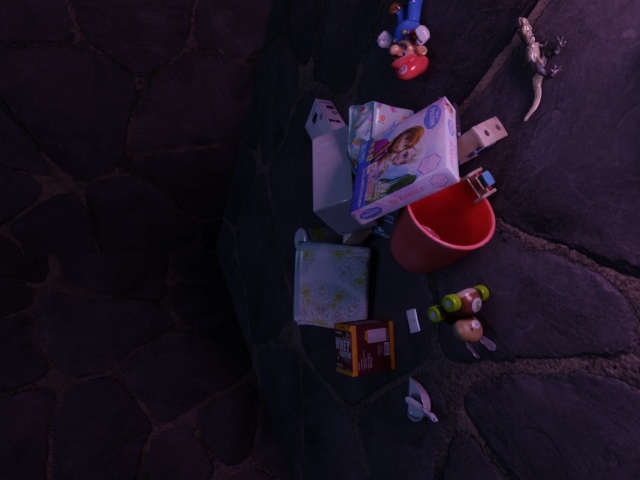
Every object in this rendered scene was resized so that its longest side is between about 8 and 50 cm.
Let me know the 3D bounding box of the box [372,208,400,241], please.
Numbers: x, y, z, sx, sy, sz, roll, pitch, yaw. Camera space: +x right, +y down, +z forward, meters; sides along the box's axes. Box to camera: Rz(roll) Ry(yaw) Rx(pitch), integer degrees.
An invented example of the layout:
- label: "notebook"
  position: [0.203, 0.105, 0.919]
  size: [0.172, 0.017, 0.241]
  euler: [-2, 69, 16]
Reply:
- label: "box"
  position: [0.286, -0.085, 1.691]
  size: [0.233, 0.059, 0.183]
  euler: [31, 117, 58]

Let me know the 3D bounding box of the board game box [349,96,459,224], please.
- label: "board game box"
  position: [0.242, -0.232, 1.334]
  size: [0.318, 0.066, 0.318]
  euler: [-25, 39, 35]

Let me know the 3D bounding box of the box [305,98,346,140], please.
- label: "box"
  position: [0.034, -0.504, 2.113]
  size: [0.169, 0.087, 0.289]
  euler: [-62, 40, 42]

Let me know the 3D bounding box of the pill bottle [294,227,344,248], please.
- label: "pill bottle"
  position: [0.000, 0.000, 2.055]
  size: [0.117, 0.215, 0.117]
  euler: [3, 93, 61]

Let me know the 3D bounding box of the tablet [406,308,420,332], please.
- label: "tablet"
  position: [0.337, 0.294, 1.664]
  size: [0.054, 0.006, 0.083]
  euler: [-36, 61, 56]

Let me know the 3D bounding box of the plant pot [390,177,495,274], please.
- label: "plant pot"
  position: [0.346, -0.033, 1.398]
  size: [0.243, 0.275, 0.274]
  euler: [115, 143, -57]

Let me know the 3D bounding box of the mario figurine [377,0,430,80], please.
- label: "mario figurine"
  position: [0.280, -0.701, 1.560]
  size: [0.198, 0.170, 0.319]
  euler: [64, -156, -74]

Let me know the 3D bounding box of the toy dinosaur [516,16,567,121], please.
- label: "toy dinosaur"
  position: [0.566, -0.453, 1.172]
  size: [0.118, 0.064, 0.267]
  euler: [175, 92, -68]

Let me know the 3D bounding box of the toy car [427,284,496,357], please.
- label: "toy car"
  position: [0.439, 0.247, 1.339]
  size: [0.188, 0.155, 0.149]
  euler: [64, 144, 22]

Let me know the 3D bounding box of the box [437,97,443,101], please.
- label: "box"
  position: [0.378, -0.374, 1.477]
  size: [0.116, 0.029, 0.161]
  euler: [-46, -37, -73]

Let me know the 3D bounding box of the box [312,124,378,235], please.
- label: "box"
  position: [0.092, -0.229, 1.755]
  size: [0.169, 0.215, 0.344]
  euler: [-17, 57, 26]

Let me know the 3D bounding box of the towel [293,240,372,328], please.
- label: "towel"
  position: [0.048, 0.195, 1.922]
  size: [0.090, 0.321, 0.373]
  euler: [-37, -49, -72]

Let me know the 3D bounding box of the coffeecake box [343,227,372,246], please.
- label: "coffeecake box"
  position: [0.151, -0.090, 1.873]
  size: [0.142, 0.068, 0.185]
  euler: [130, 147, -57]

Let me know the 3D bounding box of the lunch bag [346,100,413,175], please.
- label: "lunch bag"
  position: [0.216, -0.344, 1.637]
  size: [0.160, 0.224, 0.261]
  euler: [8, 98, 51]

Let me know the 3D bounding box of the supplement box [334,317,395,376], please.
- label: "supplement box"
  position: [0.171, 0.412, 1.776]
  size: [0.129, 0.194, 0.191]
  euler: [-9, 83, 62]

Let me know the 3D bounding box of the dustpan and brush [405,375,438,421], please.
- label: "dustpan and brush"
  position: [0.352, 0.578, 1.587]
  size: [0.211, 0.061, 0.147]
  euler: [9, 99, 61]

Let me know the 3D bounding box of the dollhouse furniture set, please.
- label: "dollhouse furniture set"
  position: [0.474, -0.231, 1.308]
  size: [0.183, 0.129, 0.129]
  euler: [59, 146, 4]

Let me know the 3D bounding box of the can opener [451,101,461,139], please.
- label: "can opener"
  position: [0.421, -0.350, 1.440]
  size: [0.059, 0.073, 0.185]
  euler: [161, 115, -69]
